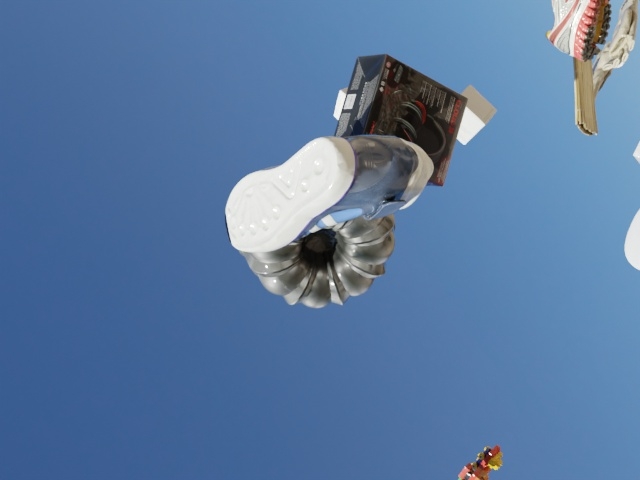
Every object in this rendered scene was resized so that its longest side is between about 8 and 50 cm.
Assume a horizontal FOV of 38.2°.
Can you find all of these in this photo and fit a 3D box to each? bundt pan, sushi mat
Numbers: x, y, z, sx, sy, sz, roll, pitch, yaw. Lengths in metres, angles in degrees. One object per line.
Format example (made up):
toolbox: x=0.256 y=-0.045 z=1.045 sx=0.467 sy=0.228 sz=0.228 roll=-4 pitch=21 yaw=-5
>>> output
bundt pan: x=0.000 y=0.000 z=1.826 sx=0.331 sy=0.331 sz=0.124 roll=37 pitch=-161 yaw=-26
sushi mat: x=0.462 y=-0.346 z=1.626 sx=0.151 sy=0.019 sz=0.317 roll=0 pitch=-93 yaw=-66

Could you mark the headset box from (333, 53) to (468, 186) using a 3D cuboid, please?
headset box: x=0.190 y=-0.258 z=2.061 sx=0.293 sy=0.110 sz=0.218 roll=21 pitch=-97 yaw=-36

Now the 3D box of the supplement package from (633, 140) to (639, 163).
supplement package: x=0.774 y=-0.183 z=1.943 sx=0.139 sy=0.134 sz=0.244 roll=27 pitch=-177 yaw=33

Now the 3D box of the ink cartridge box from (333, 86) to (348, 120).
ink cartridge box: x=0.164 y=-0.305 z=2.317 sx=0.158 sy=0.092 sz=0.218 roll=-25 pitch=-123 yaw=-32

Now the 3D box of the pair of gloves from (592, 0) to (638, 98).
pair of gloves: x=0.605 y=-0.380 z=1.919 sx=0.042 sy=0.240 sz=0.204 roll=22 pitch=-130 yaw=5

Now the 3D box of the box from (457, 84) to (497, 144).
box: x=0.372 y=-0.319 z=2.343 sx=0.102 sy=0.087 sz=0.101 roll=43 pitch=-139 yaw=0

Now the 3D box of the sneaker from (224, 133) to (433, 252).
sneaker: x=0.026 y=-0.064 z=1.424 sx=0.236 sy=0.323 sz=0.130 roll=0 pitch=-110 yaw=-38

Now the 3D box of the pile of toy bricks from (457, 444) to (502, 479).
pile of toy bricks: x=0.300 y=0.499 z=1.765 sx=0.105 sy=0.212 sz=0.118 roll=40 pitch=-140 yaw=20

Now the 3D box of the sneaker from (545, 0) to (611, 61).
sneaker: x=0.391 y=-0.389 z=1.397 sx=0.088 sy=0.225 sz=0.092 roll=-21 pitch=-140 yaw=-40

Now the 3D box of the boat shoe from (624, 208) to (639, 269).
boat shoe: x=0.586 y=-0.067 z=1.382 sx=0.102 sy=0.301 sz=0.108 roll=15 pitch=-152 yaw=-42
